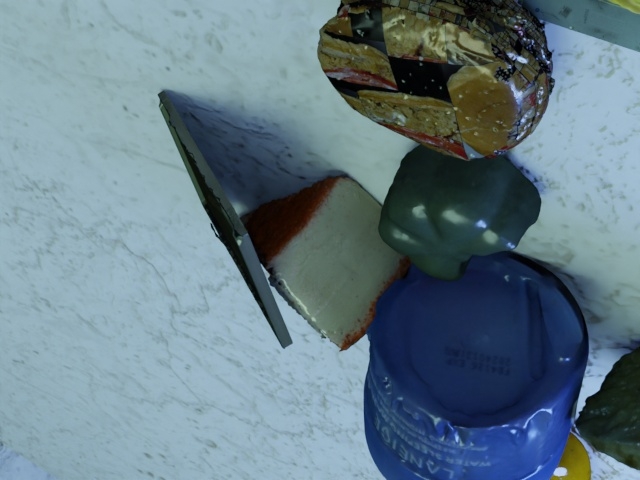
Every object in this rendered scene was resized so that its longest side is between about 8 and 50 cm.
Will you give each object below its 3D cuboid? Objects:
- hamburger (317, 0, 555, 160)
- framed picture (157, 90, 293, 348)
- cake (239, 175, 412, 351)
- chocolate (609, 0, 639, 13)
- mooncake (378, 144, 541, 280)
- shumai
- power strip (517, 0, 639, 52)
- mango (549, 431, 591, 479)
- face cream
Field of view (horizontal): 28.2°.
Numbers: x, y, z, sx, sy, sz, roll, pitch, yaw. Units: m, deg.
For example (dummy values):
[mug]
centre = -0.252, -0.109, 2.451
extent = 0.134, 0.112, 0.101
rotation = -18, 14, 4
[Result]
[hamburger]
centre = 0.108, -0.165, 1.187
extent = 0.231, 0.107, 0.231
rotation = 23, 149, 15
[framed picture]
centre = -0.116, -0.026, 1.495
extent = 0.281, 0.019, 0.209
rotation = 57, 170, 40
[cake]
centre = 0.000, 0.000, 1.571
extent = 0.158, 0.159, 0.262
rotation = 47, 179, -22
[chocolate]
centre = 0.406, -0.158, 0.908
extent = 0.445, 0.162, 0.162
rotation = 21, 148, 17
[mooncake]
centre = 0.148, -0.025, 1.364
extent = 0.168, 0.104, 0.175
rotation = 14, 149, 13
[shumai]
centre = 0.428, 0.223, 1.402
extent = 0.256, 0.189, 0.218
rotation = -7, 132, 52
[power strip]
centre = 0.229, -0.205, 1.115
extent = 0.136, 0.019, 0.051
rotation = 21, 150, 15
[mango]
centre = 0.295, 0.312, 1.709
extent = 0.144, 0.112, 0.219
rotation = 4, 145, 32
[face cream]
centre = 0.173, 0.160, 1.465
extent = 0.249, 0.249, 0.225
rotation = 20, 144, 17
